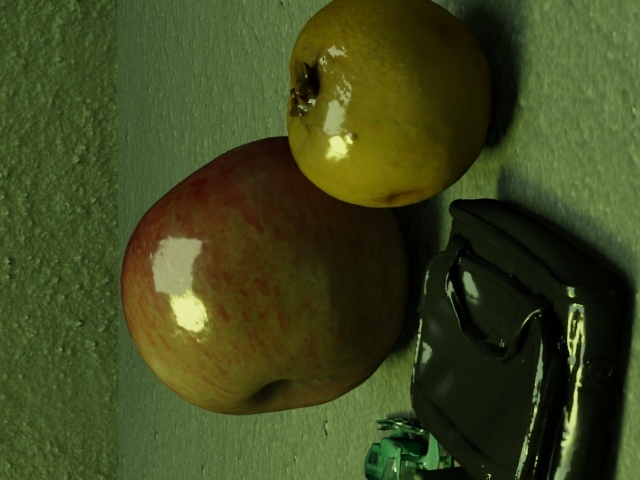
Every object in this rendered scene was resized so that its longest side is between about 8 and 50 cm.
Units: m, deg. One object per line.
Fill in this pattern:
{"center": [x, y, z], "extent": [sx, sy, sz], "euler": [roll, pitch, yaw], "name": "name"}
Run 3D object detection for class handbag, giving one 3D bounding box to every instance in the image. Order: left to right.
{"center": [0.167, 0.100, 1.362], "extent": [0.275, 0.088, 0.244], "euler": [-133, 47, -65], "name": "handbag"}

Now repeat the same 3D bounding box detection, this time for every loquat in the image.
{"center": [0.061, -0.131, 1.454], "extent": [0.208, 0.208, 0.208], "euler": [177, 90, -72], "name": "loquat"}

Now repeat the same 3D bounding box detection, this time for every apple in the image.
{"center": [-0.053, 0.054, 1.672], "extent": [0.269, 0.345, 0.345], "euler": [58, 155, 10], "name": "apple"}

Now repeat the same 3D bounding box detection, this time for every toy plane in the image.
{"center": [0.092, 0.235, 1.657], "extent": [0.235, 0.060, 0.096], "euler": [159, 121, -75], "name": "toy plane"}

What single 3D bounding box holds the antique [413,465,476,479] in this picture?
{"center": [0.155, 0.282, 1.412], "extent": [0.183, 0.086, 0.088], "euler": [-141, 49, -66], "name": "antique"}
